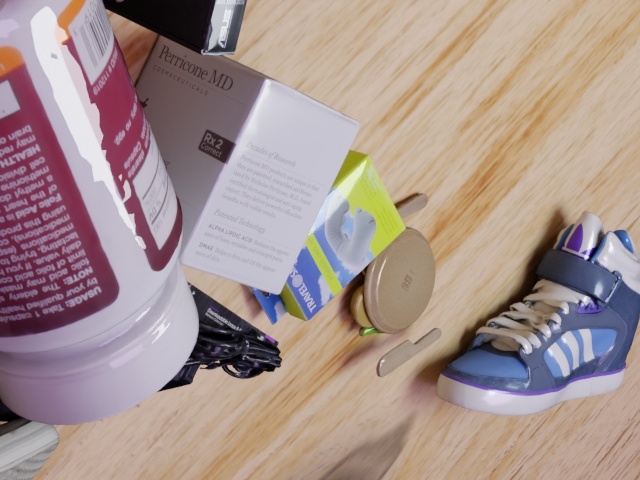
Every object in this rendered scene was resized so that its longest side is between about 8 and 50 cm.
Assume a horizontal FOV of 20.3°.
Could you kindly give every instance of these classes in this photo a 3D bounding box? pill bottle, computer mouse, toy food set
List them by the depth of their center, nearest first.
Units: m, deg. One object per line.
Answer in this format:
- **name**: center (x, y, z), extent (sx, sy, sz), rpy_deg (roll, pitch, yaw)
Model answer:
- **pill bottle**: center (-0.240, -0.054, 1.428), extent (0.224, 0.224, 0.392), rpy_deg (-39, 132, -26)
- **computer mouse**: center (-0.184, 0.107, 1.642), extent (0.188, 0.272, 0.072), rpy_deg (26, 52, -72)
- **toy food set**: center (0.081, 0.045, 2.025), extent (0.132, 0.039, 0.192), rpy_deg (-28, 120, -42)

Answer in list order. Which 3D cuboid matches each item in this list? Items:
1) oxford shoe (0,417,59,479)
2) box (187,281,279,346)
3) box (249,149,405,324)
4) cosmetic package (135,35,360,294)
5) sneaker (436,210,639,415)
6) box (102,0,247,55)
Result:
- **oxford shoe**: center (-0.404, 0.234, 1.521), extent (0.449, 0.130, 0.169), rpy_deg (-25, 155, -46)
- **box**: center (-0.125, 0.060, 1.732), extent (0.029, 0.116, 0.162), rpy_deg (-59, 142, -4)
- **box**: center (0.000, 0.000, 1.881), extent (0.178, 0.042, 0.109), rpy_deg (-44, 126, -21)
- **cosmetic package**: center (-0.092, -0.072, 1.660), extent (0.151, 0.151, 0.183), rpy_deg (20, 96, -51)
- **sneaker**: center (0.276, 0.078, 2.201), extent (0.323, 0.130, 0.236), rpy_deg (-5, 106, -42)
- **box**: center (-0.124, -0.270, 1.474), extent (0.045, 0.184, 0.190), rpy_deg (-5, 117, -45)
